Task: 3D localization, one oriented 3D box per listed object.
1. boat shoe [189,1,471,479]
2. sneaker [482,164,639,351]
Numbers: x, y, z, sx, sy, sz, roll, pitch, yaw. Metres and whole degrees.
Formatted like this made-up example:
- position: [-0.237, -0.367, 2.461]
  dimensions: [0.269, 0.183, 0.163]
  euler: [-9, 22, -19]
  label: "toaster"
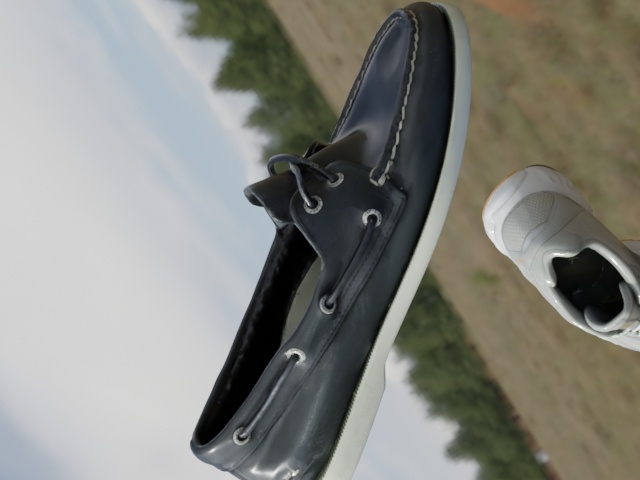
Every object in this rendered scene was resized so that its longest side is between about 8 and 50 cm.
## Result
- position: [-0.001, 0.000, 0.997]
  dimensions: [0.113, 0.340, 0.127]
  euler: [16, -172, -20]
  label: "boat shoe"
- position: [0.241, 0.049, 1.268]
  dimensions: [0.262, 0.099, 0.121]
  euler: [30, -158, -31]
  label: "sneaker"
